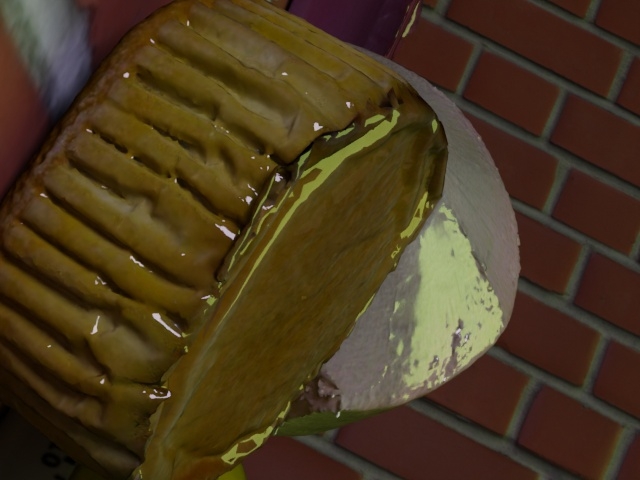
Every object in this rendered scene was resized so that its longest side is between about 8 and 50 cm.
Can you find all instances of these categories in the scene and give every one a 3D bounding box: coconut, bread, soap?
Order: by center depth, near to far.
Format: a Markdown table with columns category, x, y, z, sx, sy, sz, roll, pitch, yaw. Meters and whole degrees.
| category | x | y | z | sx | sy | sz | roll | pitch | yaw |
| --- | --- | --- | --- | --- | --- | --- | --- | --- | --- |
| bread | -0.055 | 0.006 | 0.496 | 0.253 | 0.142 | 0.227 | -53 | 165 | 3 |
| coconut | 0.000 | 0.000 | 0.747 | 0.297 | 0.297 | 0.309 | -63 | -176 | -26 |
| soap | 0.098 | -0.365 | 0.991 | 0.359 | 0.128 | 0.233 | -63 | 179 | 31 |

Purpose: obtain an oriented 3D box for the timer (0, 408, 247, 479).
| category | x | y | z | sx | sy | sz | roll | pitch | yaw |
| --- | --- | --- | --- | --- | --- | --- | --- | --- | --- |
| timer | -0.133 | 0.249 | 0.695 | 0.285 | 0.285 | 0.285 | -63 | -179 | 1 |
